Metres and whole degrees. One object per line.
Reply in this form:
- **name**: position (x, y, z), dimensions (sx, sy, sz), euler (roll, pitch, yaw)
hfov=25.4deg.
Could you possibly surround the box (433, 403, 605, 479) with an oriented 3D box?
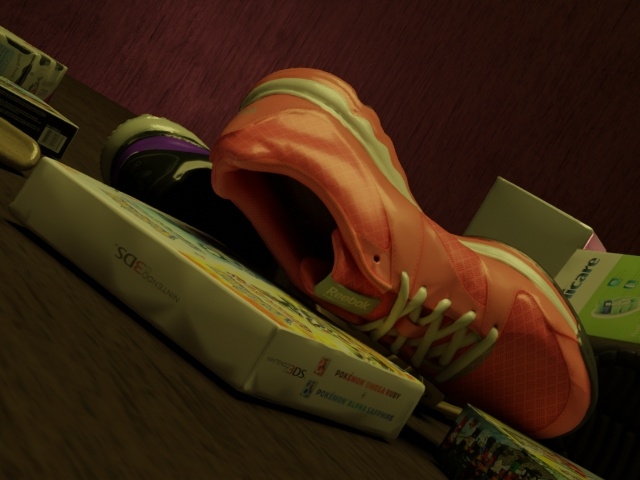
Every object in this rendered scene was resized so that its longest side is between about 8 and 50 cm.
- **box**: position (0.198, 0.194, 0.878), dimensions (0.233, 0.044, 0.159), euler (31, 3, -25)

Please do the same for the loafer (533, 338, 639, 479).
- **loafer**: position (0.253, 0.156, 1.229), dimensions (0.130, 0.134, 0.366), euler (29, 4, -35)

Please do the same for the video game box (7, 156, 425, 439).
- **video game box**: position (-0.059, 0.036, 0.847), dimensions (0.205, 0.048, 0.187), euler (33, 5, 32)

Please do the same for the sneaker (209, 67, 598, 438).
- **sneaker**: position (0.043, 0.031, 0.920), dimensions (0.314, 0.116, 0.136), euler (44, 31, 0)

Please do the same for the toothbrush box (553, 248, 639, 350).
- **toothbrush box**: position (0.359, 0.133, 1.336), dimensions (0.283, 0.122, 0.206), euler (9, -43, 46)

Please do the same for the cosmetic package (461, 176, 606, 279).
- **cosmetic package**: position (0.232, 0.062, 1.743), dimensions (0.138, 0.225, 0.224), euler (33, 2, 16)

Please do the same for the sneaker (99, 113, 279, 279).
- **sneaker**: position (-0.039, 0.009, 1.144), dimensions (0.293, 0.102, 0.146), euler (25, 9, -25)

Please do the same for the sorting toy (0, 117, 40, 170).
- **sorting toy**: position (-0.361, -0.158, 1.017), dimensions (0.307, 0.041, 0.229), euler (33, 3, 23)

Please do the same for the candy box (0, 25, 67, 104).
- **candy box**: position (-0.385, -0.213, 1.439), dimensions (0.233, 0.071, 0.159), euler (31, 2, 1)

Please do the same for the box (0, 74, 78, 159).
- **box**: position (-0.325, -0.145, 1.258), dimensions (0.207, 0.036, 0.114), euler (29, 3, -42)

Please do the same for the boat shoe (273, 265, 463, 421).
- **boat shoe**: position (0.078, 0.075, 1.099), dimensions (0.098, 0.109, 0.302), euler (33, -3, 42)
